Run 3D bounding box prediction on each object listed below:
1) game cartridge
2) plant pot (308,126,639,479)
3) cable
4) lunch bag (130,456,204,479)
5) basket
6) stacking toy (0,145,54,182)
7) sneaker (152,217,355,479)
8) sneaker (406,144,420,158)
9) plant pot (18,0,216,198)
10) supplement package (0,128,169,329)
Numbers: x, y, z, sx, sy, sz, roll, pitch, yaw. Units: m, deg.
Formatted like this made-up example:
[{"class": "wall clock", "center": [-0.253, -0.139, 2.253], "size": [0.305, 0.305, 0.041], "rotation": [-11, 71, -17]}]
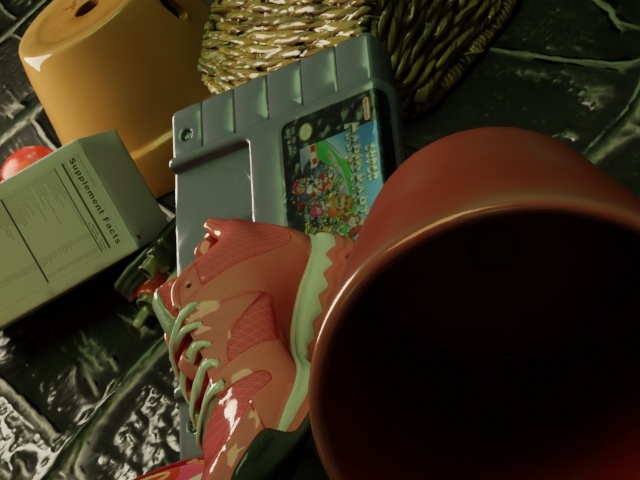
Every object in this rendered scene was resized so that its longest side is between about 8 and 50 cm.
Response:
[{"class": "game cartridge", "center": [-0.025, 0.005, 1.196], "size": [0.230, 0.068, 0.355], "rotation": [-22, 57, 29]}, {"class": "plant pot", "center": [0.128, 0.051, 0.930], "size": [0.275, 0.275, 0.243], "rotation": [-29, 21, 12]}, {"class": "cable", "center": [-0.120, -0.011, 1.475], "size": [0.139, 0.072, 0.287], "rotation": [-36, 10, 43]}, {"class": "lunch bag", "center": [-0.155, 0.266, 0.967], "size": [0.293, 0.120, 0.258], "rotation": [-22, 27, -18]}, {"class": "basket", "center": [0.037, -0.215, 1.533], "size": [0.299, 0.223, 0.214], "rotation": [8, 85, 50]}, {"class": "stacking toy", "center": [-0.463, -0.014, 1.732], "size": [0.330, 0.141, 0.141], "rotation": [-33, 30, -2]}, {"class": "sneaker", "center": [-0.065, 0.087, 0.984], "size": [0.314, 0.136, 0.116], "rotation": [-75, 5, -57]}, {"class": "sneaker", "center": [0.000, 0.000, 1.293], "size": [0.281, 0.106, 0.163], "rotation": [-1, 59, 47]}, {"class": "plant pot", "center": [-0.227, -0.209, 1.683], "size": [0.290, 0.203, 0.291], "rotation": [-25, 33, 18]}, {"class": "supplement package", "center": [-0.309, -0.002, 1.508], "size": [0.244, 0.139, 0.134], "rotation": [-28, 4, 13]}]
